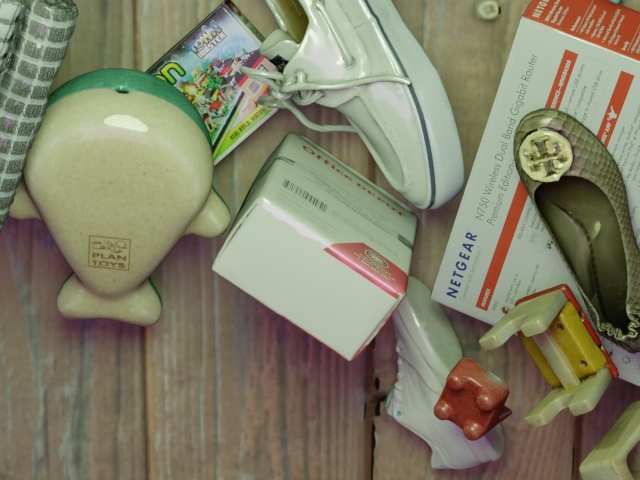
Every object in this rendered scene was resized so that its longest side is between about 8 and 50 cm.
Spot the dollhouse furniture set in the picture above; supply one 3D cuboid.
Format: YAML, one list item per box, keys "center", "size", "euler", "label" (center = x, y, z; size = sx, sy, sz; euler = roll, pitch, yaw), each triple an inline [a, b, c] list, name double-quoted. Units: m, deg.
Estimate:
- center: [0.258, 0.221, 1.675]
  size: [0.201, 0.152, 0.374]
  euler: [-24, 100, 44]
  label: "dollhouse furniture set"

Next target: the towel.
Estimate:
- center: [-0.327, -0.163, 1.594]
  size: [0.121, 0.284, 0.235]
  euler: [9, 114, -30]
  label: "towel"

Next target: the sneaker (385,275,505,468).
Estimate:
- center: [0.099, 0.139, 1.745]
  size: [0.094, 0.080, 0.212]
  euler: [-20, 104, 25]
  label: "sneaker"

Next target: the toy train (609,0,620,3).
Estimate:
- center: [0.242, -0.280, 1.624]
  size: [0.125, 0.046, 0.166]
  euler: [-39, 99, 14]
  label: "toy train"

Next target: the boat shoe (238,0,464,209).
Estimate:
- center: [-0.006, -0.174, 1.599]
  size: [0.156, 0.136, 0.367]
  euler: [-29, 101, -20]
  label: "boat shoe"

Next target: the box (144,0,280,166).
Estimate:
- center: [-0.129, -0.124, 1.701]
  size: [0.207, 0.036, 0.114]
  euler: [-41, 99, 14]
  label: "box"

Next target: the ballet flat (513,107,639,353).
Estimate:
- center: [0.234, -0.002, 1.533]
  size: [0.084, 0.058, 0.250]
  euler: [-11, 118, 31]
  label: "ballet flat"

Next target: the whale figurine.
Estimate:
- center: [-0.192, -0.043, 1.659]
  size: [0.216, 0.141, 0.272]
  euler: [4, 130, -3]
  label: "whale figurine"

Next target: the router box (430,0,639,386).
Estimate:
- center: [0.285, -0.032, 1.581]
  size: [0.301, 0.082, 0.335]
  euler: [23, 130, 9]
  label: "router box"

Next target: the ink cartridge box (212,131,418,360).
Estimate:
- center: [0.000, 0.000, 1.633]
  size: [0.158, 0.218, 0.092]
  euler: [34, 111, -5]
  label: "ink cartridge box"
